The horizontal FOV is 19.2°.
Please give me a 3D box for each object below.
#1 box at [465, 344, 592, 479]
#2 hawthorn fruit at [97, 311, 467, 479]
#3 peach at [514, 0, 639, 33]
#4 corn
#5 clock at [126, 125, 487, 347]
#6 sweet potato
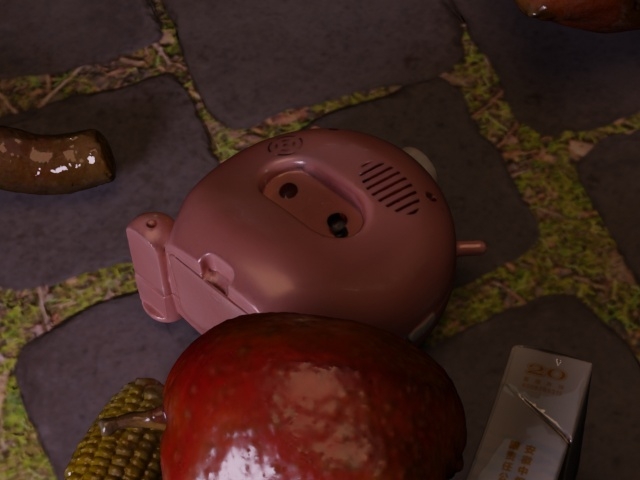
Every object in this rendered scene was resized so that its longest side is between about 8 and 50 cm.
[{"bbox_3d":[0.130,0.210,1.343,0.067,0.149,0.233,16,57,11],"label":"box"},{"bbox_3d":[-0.029,0.140,1.315,0.253,0.205,0.205,15,55,2],"label":"hawthorn fruit"},{"bbox_3d":[0.247,-0.281,1.658,0.232,0.232,0.256,20,67,19],"label":"peach"},{"bbox_3d":[-0.182,0.238,1.392,0.097,0.097,0.320,15,54,17],"label":"corn"},{"bbox_3d":[0.000,0.000,1.523,0.241,0.142,0.227,-38,59,-25],"label":"clock"},{"bbox_3d":[-0.373,-0.064,1.636,0.385,0.109,0.109,-10,53,-7],"label":"sweet potato"}]
